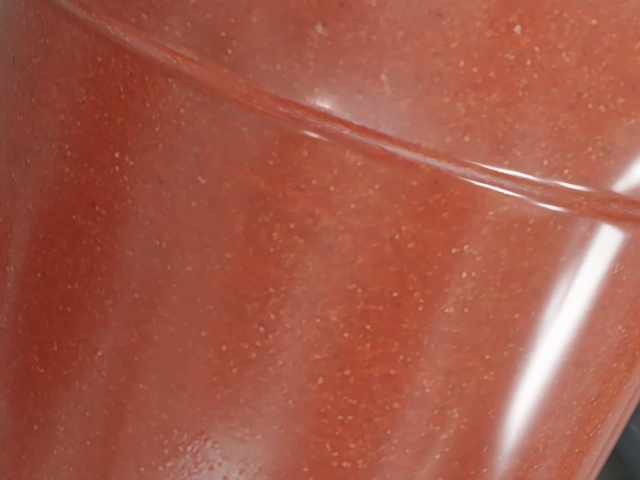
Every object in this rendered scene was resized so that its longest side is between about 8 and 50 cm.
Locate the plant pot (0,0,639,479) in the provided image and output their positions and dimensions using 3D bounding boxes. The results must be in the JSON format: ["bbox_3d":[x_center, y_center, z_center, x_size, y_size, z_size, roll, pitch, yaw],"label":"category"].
[{"bbox_3d":[0.000,0.000,0.522,0.272,0.272,0.265,12,109,-23],"label":"plant pot"}]
